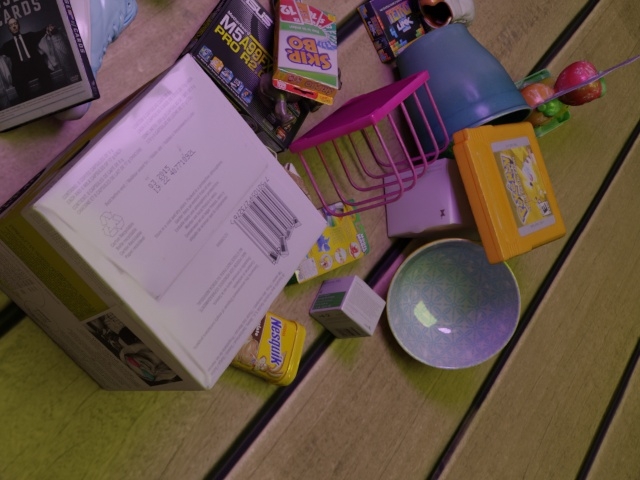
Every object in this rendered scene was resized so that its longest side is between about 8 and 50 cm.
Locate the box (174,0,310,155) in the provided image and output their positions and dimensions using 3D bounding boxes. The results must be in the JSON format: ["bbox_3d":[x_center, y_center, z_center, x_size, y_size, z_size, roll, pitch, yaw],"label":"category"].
[{"bbox_3d":[-0.128,-0.335,1.590,0.270,0.060,0.216,45,56,-26],"label":"box"}]

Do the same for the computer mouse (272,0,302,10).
[{"bbox_3d":[-0.075,-0.533,1.690,0.106,0.042,0.192,18,65,-43],"label":"computer mouse"}]

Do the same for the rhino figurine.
[{"bbox_3d":[-0.030,-0.307,1.581,0.243,0.073,0.106,-35,95,-43],"label":"rhino figurine"}]

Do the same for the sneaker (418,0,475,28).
[{"bbox_3d":[0.296,-0.555,1.953,0.290,0.106,0.123,18,80,-61],"label":"sneaker"}]

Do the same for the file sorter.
[{"bbox_3d":[0.117,-0.194,1.649,0.290,0.202,0.182,-45,114,-51],"label":"file sorter"}]

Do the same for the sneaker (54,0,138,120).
[{"bbox_3d":[-0.369,-0.368,1.336,0.150,0.135,0.365,7,78,-37],"label":"sneaker"}]

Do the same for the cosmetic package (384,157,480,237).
[{"bbox_3d":[0.342,-0.083,1.866,0.366,0.197,0.155,4,80,-42],"label":"cosmetic package"}]

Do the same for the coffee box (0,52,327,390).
[{"bbox_3d":[-0.266,-0.008,1.222,0.338,0.334,0.337,50,55,-20],"label":"coffee box"}]

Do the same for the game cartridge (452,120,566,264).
[{"bbox_3d":[0.413,-0.113,1.741,0.324,0.053,0.285,-16,88,-52],"label":"game cartridge"}]

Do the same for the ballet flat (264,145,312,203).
[{"bbox_3d":[-0.086,-0.137,1.583,0.206,0.073,0.067,37,57,-32],"label":"ballet flat"}]

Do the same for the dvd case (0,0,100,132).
[{"bbox_3d":[-0.453,-0.306,1.232,0.029,0.179,0.238,-33,106,-73],"label":"dvd case"}]

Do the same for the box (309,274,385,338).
[{"bbox_3d":[0.056,0.137,1.633,0.102,0.101,0.087,44,56,-27],"label":"box"}]

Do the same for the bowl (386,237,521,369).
[{"bbox_3d":[0.286,0.124,1.780,0.156,0.290,0.289,-75,143,-79],"label":"bowl"}]

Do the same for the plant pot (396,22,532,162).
[{"bbox_3d":[0.308,-0.347,1.855,0.272,0.272,0.255,-18,80,-42],"label":"plant pot"}]

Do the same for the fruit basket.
[{"bbox_3d":[0.616,-0.362,2.054,0.327,0.353,0.165,-29,100,-41],"label":"fruit basket"}]

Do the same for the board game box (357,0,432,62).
[{"bbox_3d":[0.180,-0.519,1.905,0.170,0.048,0.141,-39,109,-39],"label":"board game box"}]

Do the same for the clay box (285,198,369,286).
[{"bbox_3d":[0.000,0.000,1.643,0.222,0.053,0.127,-21,95,-43],"label":"clay box"}]

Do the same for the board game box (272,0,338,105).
[{"bbox_3d":[-0.029,-0.371,1.559,0.124,0.039,0.259,15,50,-18],"label":"board game box"}]

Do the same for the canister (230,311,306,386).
[{"bbox_3d":[-0.121,0.185,1.489,0.170,0.073,0.126,28,64,-33],"label":"canister"}]
